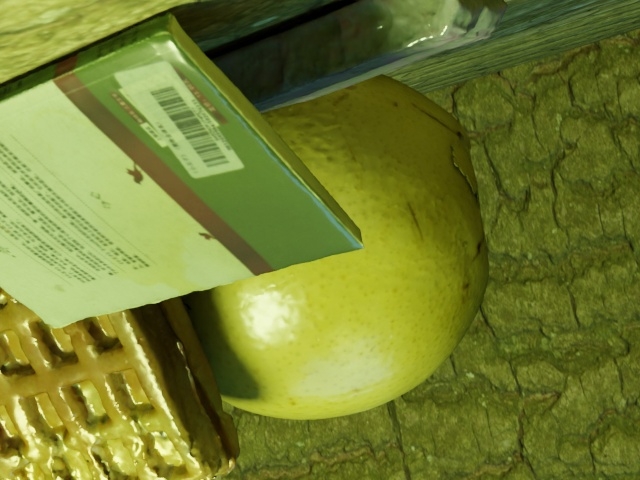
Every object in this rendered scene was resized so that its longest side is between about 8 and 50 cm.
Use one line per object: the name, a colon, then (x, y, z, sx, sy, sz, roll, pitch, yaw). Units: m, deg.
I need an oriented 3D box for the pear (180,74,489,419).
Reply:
pear: (0.000, 0.000, 1.051, 0.348, 0.348, 0.348, -17, -176, 1)

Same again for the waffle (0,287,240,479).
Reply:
waffle: (-0.216, 0.072, 0.905, 0.224, 0.328, 0.098, -16, -168, 26)

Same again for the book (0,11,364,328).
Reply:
book: (-0.140, -0.026, 0.696, 0.289, 0.201, 0.026, -13, -132, 32)

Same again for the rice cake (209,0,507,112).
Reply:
rice cake: (-0.018, -0.127, 0.790, 0.298, 0.050, 0.106, -15, -177, 29)
